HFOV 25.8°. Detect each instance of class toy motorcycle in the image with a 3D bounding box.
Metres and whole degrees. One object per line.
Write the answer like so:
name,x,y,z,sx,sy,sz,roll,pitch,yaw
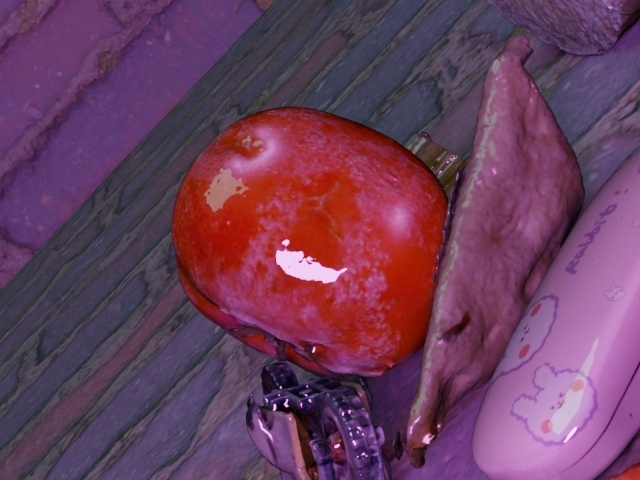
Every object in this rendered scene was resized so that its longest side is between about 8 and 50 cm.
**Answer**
toy motorcycle,0.000,0.159,0.999,0.094,0.129,0.229,-19,7,-15

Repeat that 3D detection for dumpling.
dumpling,0.135,0.025,1.029,0.086,0.166,0.332,11,68,21

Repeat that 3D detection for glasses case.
glasses case,0.191,0.035,0.887,0.297,0.075,0.113,-55,16,-27

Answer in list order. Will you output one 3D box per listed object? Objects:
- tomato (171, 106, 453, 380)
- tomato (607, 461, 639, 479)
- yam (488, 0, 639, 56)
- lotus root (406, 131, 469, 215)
tomato,0.000,0.001,1.093,0.188,0.232,0.232,-62,20,-14
tomato,0.146,0.211,0.574,0.228,0.101,0.228,-41,26,26
yam,0.295,-0.355,1.295,0.348,0.241,0.241,-44,17,3
lotus root,0.098,-0.011,1.224,0.144,0.070,0.143,-47,35,6
